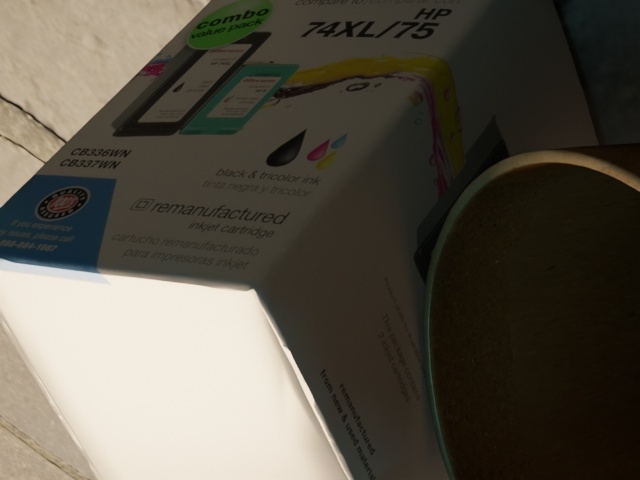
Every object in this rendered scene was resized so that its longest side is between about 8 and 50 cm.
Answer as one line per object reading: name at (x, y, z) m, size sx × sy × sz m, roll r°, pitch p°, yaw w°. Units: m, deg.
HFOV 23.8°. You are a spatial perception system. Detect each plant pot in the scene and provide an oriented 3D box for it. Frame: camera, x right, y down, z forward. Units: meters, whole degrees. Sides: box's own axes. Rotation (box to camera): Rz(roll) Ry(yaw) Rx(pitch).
plant pot at (0.215, 0.050, 0.668) m, size 0.237 × 0.254 × 0.237 m, roll 36°, pitch 134°, yaw 49°

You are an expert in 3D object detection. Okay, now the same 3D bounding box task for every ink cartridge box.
ink cartridge box at (0.000, 0.000, 0.802) m, size 0.198 × 0.270 × 0.197 m, roll 5°, pitch 133°, yaw 38°
